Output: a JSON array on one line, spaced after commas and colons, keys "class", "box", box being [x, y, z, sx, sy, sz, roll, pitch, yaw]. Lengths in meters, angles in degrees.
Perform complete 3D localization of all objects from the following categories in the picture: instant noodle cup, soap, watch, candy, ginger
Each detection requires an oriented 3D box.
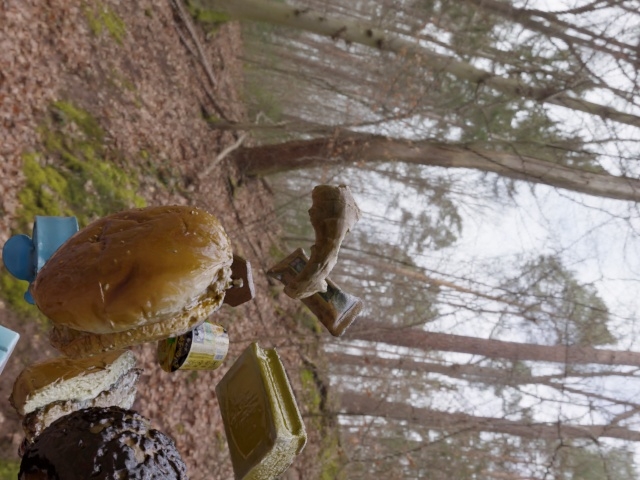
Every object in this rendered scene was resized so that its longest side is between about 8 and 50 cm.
[{"class": "instant noodle cup", "box": [-0.300, 0.248, 1.444, 0.151, 0.122, 0.151, -23, -124, 40]}, {"class": "soap", "box": [-0.154, 0.423, 1.482, 0.199, 0.091, 0.315, -52, -146, 20]}, {"class": "watch", "box": [-0.601, 0.042, 1.373, 0.193, 0.211, 0.211, -26, -125, 58]}, {"class": "candy", "box": [-0.006, 0.137, 1.669, 0.143, 0.271, 0.101, -40, 163, -29]}, {"class": "ginger", "box": [0.000, 0.000, 1.389, 0.294, 0.131, 0.086, -65, -160, -10]}]

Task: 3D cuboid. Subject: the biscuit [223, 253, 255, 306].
[{"class": "biscuit", "box": [-0.311, 0.120, 1.850, 0.034, 0.215, 0.182, -68, 155, -64]}]

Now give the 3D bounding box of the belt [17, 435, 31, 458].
[{"class": "belt", "box": [-0.646, 0.464, 1.614, 0.094, 0.126, 0.359, -49, -175, 28]}]

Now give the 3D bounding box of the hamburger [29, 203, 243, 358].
[{"class": "hamburger", "box": [-0.281, 0.055, 0.952, 0.290, 0.314, 0.170, -106, -176, -63]}]

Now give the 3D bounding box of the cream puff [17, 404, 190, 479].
[{"class": "cream puff", "box": [-0.258, 0.318, 0.752, 0.239, 0.165, 0.239, 16, -63, 32]}]

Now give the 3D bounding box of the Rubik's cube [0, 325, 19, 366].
[{"class": "Rubik's cube", "box": [-1.041, 0.373, 1.572, 0.319, 0.316, 0.322, -53, -165, 24]}]

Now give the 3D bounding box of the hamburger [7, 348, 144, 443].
[{"class": "hamburger", "box": [-0.522, 0.323, 1.294, 0.282, 0.245, 0.155, -120, -142, -76]}]
